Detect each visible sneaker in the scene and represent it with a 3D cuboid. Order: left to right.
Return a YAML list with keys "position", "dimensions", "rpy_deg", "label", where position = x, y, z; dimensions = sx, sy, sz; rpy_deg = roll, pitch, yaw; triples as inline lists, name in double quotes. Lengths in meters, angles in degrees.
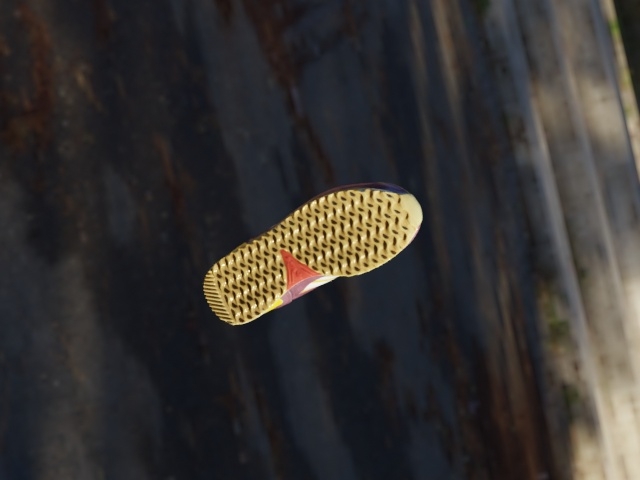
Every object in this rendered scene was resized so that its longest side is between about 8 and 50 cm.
- position: [0.000, 0.000, 1.268]
  dimensions: [0.070, 0.185, 0.084]
  rpy_deg: [64, 26, -5]
  label: "sneaker"
